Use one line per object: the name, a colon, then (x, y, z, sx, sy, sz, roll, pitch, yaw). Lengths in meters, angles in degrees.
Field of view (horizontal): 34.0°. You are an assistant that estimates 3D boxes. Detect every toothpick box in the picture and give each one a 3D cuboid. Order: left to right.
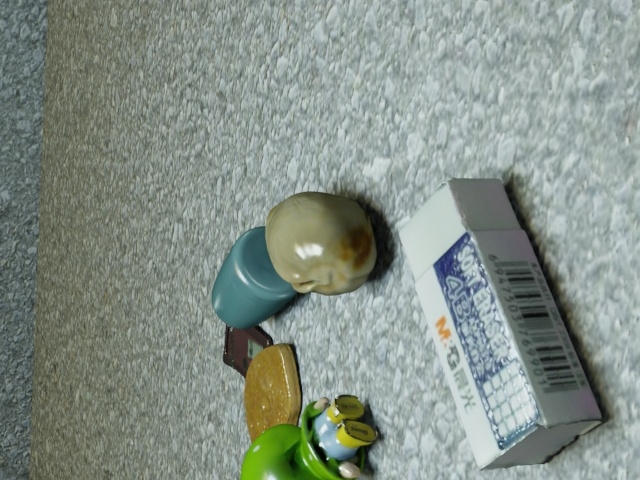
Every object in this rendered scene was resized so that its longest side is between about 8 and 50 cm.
toothpick box: (-0.102, 0.064, 1.617, 0.184, 0.120, 0.120, 132, 130, -58)

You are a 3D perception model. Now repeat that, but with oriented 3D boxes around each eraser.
eraser: (0.179, 0.083, 1.089, 0.130, 0.086, 0.287, -53, 46, 50)

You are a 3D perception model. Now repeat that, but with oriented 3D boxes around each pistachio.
pistachio: (0.000, 0.000, 1.400, 0.215, 0.144, 0.144, -133, 47, -61)

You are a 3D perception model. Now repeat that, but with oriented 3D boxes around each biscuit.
biscuit: (-0.077, 0.258, 1.670, 0.142, 0.029, 0.220, 32, 121, 50)

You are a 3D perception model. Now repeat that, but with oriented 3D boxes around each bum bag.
bum bag: (-0.122, 0.185, 1.777, 0.159, 0.026, 0.109, 32, 120, 53)

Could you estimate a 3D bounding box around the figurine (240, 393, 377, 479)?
figurine: (-0.020, 0.314, 1.462, 0.263, 0.143, 0.162, -53, 51, 37)
